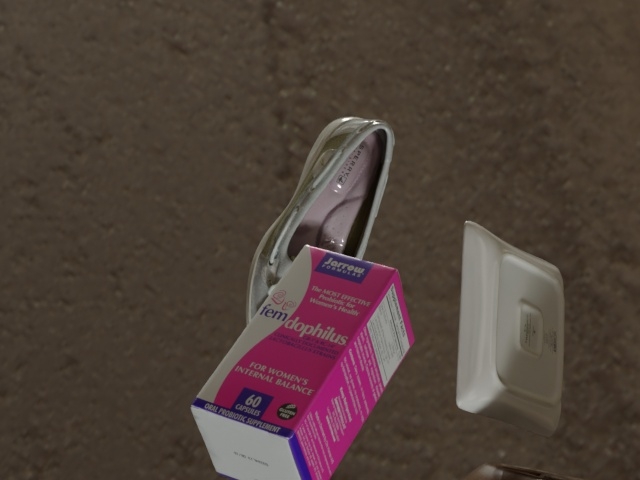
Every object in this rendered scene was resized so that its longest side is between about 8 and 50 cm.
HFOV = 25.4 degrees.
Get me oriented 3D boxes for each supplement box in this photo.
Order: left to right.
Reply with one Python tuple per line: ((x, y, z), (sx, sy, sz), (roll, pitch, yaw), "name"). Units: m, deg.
((-0.011, 0.126, 1.367), (0.111, 0.114, 0.220), (14, 50, 28), "supplement box")

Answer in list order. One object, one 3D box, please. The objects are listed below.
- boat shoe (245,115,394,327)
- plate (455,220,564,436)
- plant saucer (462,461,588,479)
((0.003, 0.000, 1.724), (0.118, 0.320, 0.103), (26, -3, -16), "boat shoe")
((0.295, 0.134, 2.105), (0.278, 0.045, 0.277), (24, 64, -49), "plate")
((0.350, 0.363, 2.013), (0.310, 0.310, 0.050), (14, 86, -29), "plant saucer")
